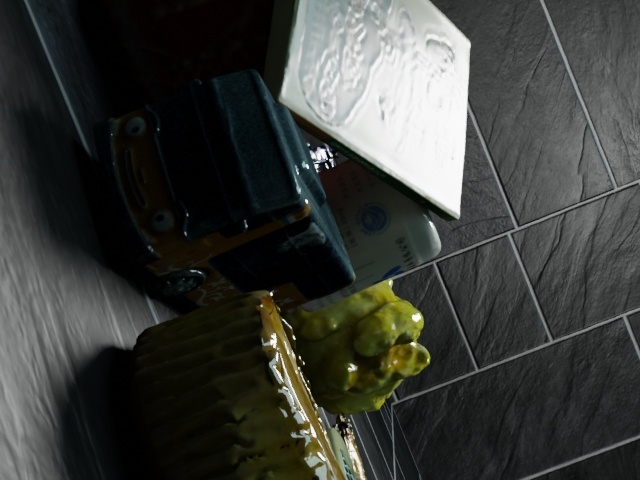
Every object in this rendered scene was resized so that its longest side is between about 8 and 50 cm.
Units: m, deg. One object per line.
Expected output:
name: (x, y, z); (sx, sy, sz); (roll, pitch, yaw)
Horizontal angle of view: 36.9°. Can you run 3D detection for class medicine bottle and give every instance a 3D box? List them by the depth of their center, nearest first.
medicine bottle: (0.000, 0.000, 1.287); (0.170, 0.293, 0.170); (-24, 90, -85)

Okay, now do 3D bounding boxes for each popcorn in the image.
popcorn: (0.057, 0.169, 1.609); (0.241, 0.235, 0.250); (54, -17, 41)

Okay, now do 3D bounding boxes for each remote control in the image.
remote control: (0.039, 0.396, 1.490); (0.233, 0.038, 0.098); (-103, 170, -58)

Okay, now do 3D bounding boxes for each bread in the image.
bread: (-0.056, 0.173, 0.780); (0.227, 0.142, 0.253); (22, 43, -82)

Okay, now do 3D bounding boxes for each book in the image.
book: (0.074, -0.202, 1.133); (0.371, 0.043, 0.260); (27, 63, -48)

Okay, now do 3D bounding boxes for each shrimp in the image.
shrimp: (0.052, 0.392, 1.686); (0.091, 0.043, 0.184); (89, -14, -82)

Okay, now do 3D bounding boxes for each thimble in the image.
thimble: (-0.099, -0.276, 1.227); (0.350, 0.350, 0.230); (-97, 167, -73)

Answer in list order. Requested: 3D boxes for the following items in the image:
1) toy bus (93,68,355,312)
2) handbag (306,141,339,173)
toy bus: (-0.087, -0.026, 0.997); (0.323, 0.194, 0.161); (58, 12, -69)
handbag: (-0.060, -0.053, 1.530); (0.127, 0.229, 0.207); (-19, -87, 60)
